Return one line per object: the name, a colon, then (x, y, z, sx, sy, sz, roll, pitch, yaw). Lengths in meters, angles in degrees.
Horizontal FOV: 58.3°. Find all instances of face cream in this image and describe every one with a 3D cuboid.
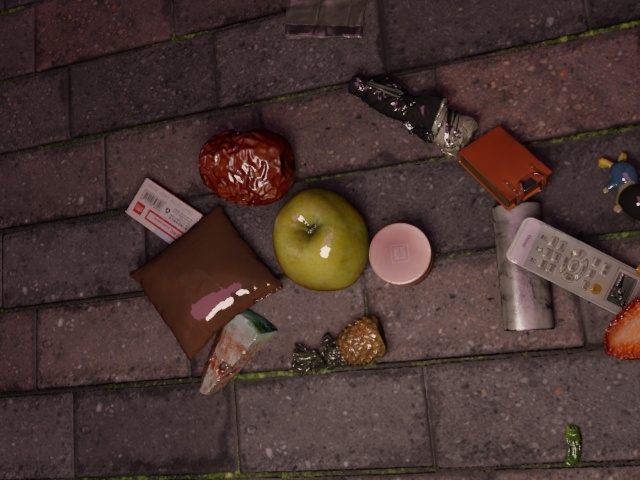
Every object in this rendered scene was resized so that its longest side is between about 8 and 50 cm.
face cream: (0.199, 0.037, 1.395, 0.149, 0.104, 0.149, -2, 81, 15)

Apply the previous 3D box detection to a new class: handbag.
handbag: (0.434, -0.171, 1.352, 0.127, 0.063, 0.190, -33, 57, -6)

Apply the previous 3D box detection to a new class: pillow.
pillow: (-0.302, 0.102, 1.484, 0.308, 0.108, 0.305, -38, 67, -6)

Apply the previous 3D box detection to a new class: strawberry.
strawberry: (0.701, 0.164, 1.234, 0.208, 0.087, 0.167, -10, 107, 8)

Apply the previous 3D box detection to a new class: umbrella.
umbrella: (0.221, -0.330, 1.445, 0.357, 0.106, 0.113, 32, 95, 18)

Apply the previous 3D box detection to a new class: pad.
pad: (0.013, -0.641, 1.593, 0.233, 0.022, 0.174, 6, 83, 15)

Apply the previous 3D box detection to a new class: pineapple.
pineapple: (0.040, 0.270, 1.403, 0.251, 0.125, 0.125, -21, 77, 16)

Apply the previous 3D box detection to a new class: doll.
doll: (0.695, -0.116, 1.297, 0.102, 0.089, 0.179, -14, 55, 13)

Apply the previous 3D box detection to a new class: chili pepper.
chili pepper: (0.561, 0.454, 1.275, 0.030, 0.034, 0.091, 0, 81, 49)

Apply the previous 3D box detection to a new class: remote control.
remote control: (0.572, 0.061, 1.286, 0.313, 0.055, 0.109, 27, 90, -2)

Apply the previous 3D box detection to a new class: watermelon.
watermelon: (-0.242, 0.292, 1.499, 0.154, 0.094, 0.241, 31, 94, 25)

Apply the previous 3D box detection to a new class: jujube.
jujube: (-0.188, -0.188, 1.481, 0.232, 0.213, 0.213, -3, 81, 23)

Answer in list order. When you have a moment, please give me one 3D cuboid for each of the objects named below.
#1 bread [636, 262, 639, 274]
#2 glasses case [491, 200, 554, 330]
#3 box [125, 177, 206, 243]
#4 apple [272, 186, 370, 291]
bread: (0.802, 0.056, 1.225, 0.233, 0.105, 0.076, 10, 90, 10)
glasses case: (0.471, 0.059, 1.338, 0.114, 0.060, 0.299, -4, 81, 9)
box: (-0.428, -0.070, 1.615, 0.229, 0.050, 0.123, 32, 93, 17)
apple: (0.000, 0.000, 1.410, 0.261, 0.194, 0.261, -5, 76, 20)
